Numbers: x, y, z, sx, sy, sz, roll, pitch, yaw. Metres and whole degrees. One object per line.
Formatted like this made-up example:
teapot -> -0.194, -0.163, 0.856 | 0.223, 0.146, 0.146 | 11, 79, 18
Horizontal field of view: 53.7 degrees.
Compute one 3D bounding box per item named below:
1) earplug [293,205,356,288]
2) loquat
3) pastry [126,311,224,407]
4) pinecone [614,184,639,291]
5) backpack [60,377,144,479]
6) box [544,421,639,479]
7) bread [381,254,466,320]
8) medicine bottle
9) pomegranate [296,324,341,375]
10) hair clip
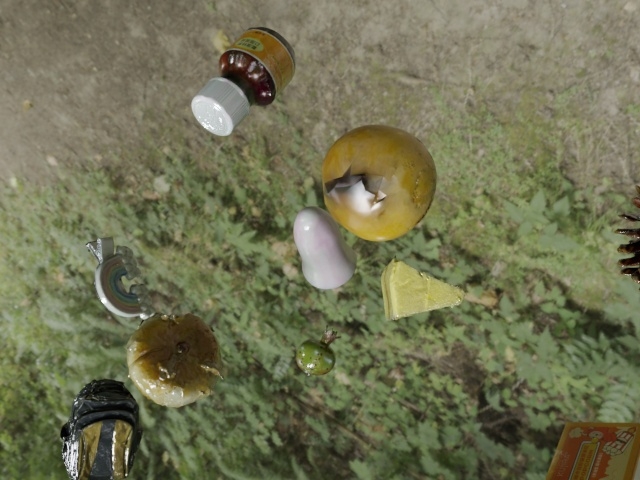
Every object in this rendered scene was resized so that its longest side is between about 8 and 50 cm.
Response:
earplug -> 0.000, 0.000, 1.823 | 0.172, 0.172, 0.301 | 25, 158, 24
loquat -> 0.117, -0.117, 1.263 | 0.235, 0.235, 0.235 | 29, 153, 17
pastry -> -0.370, 0.301, 1.620 | 0.257, 0.235, 0.121 | 17, 139, -21
pinecone -> 0.749, 0.011, 1.330 | 0.264, 0.264, 0.264 | 29, 153, 17
backpack -> -0.553, 0.474, 1.606 | 0.133, 0.206, 0.258 | 35, 117, 52
box -> 0.660, 0.607, 1.444 | 0.214, 0.283, 0.259 | -19, 108, 44
bread -> 0.324, 0.148, 2.024 | 0.236, 0.198, 0.263 | -5, 170, -2
medicine bottle -> -0.260, -0.537, 2.169 | 0.242, 0.395, 0.242 | 20, 147, 14
pomegranate -> -0.008, 0.349, 1.994 | 0.129, 0.159, 0.129 | 16, 149, 10
hair clip -> -0.482, 0.094, 1.497 | 0.054, 0.140, 0.220 | -24, 87, 29
